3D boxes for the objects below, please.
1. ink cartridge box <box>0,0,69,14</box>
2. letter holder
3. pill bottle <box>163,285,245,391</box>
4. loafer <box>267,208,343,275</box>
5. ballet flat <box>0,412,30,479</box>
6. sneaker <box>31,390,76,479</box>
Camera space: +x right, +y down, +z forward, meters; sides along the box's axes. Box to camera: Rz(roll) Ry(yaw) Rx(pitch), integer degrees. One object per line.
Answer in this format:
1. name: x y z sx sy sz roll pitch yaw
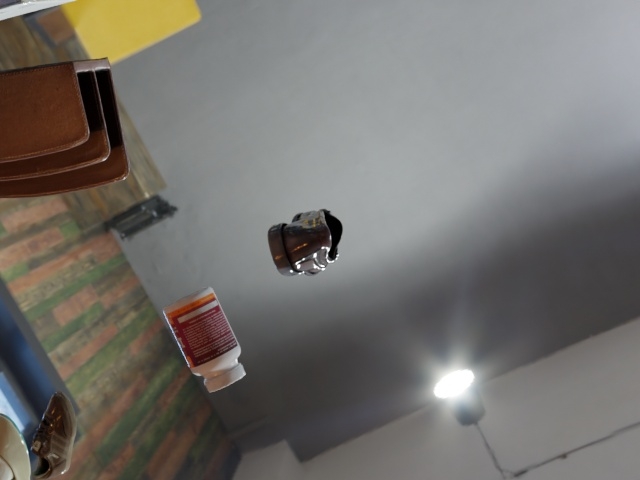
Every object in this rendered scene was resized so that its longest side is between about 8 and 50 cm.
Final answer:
1. ink cartridge box: -0.688 -0.653 1.493 0.279 0.384 0.160 -2 -165 29
2. letter holder: -0.485 -0.162 1.174 0.302 0.214 0.152 -6 -165 6
3. pill bottle: -0.179 0.156 1.157 0.086 0.152 0.086 -25 -179 0
4. loafer: 0.000 0.000 1.195 0.095 0.109 0.302 -17 -178 13
5. ballet flat: -0.526 0.404 1.221 0.086 0.248 0.086 -2 -153 1
6. sneaker: -0.529 0.390 1.446 0.066 0.188 0.071 21 -158 35
